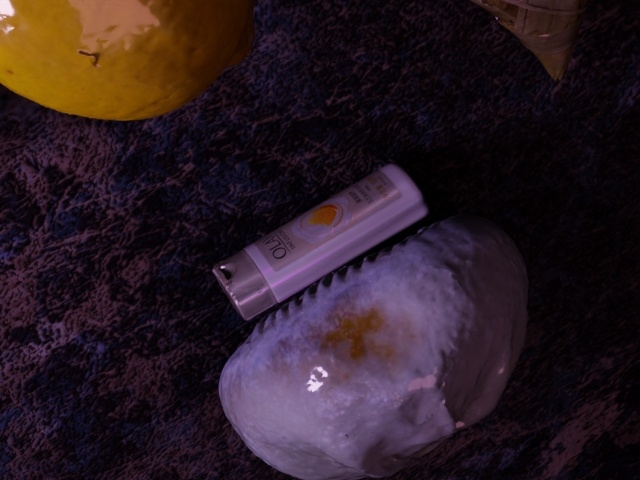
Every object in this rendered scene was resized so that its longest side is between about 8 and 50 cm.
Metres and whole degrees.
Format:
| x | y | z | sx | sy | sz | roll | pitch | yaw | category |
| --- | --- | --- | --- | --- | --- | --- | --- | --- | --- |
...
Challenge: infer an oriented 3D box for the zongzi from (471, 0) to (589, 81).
| x | y | z | sx | sy | sz | roll | pitch | yaw | category |
| --- | --- | --- | --- | --- | --- | --- | --- | --- | --- |
| 0.199 | -0.228 | 1.701 | 0.160 | 0.078 | 0.176 | -7 | 134 | -22 | zongzi |

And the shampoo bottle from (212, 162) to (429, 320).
| x | y | z | sx | sy | sz | roll | pitch | yaw | category |
| --- | --- | --- | --- | --- | --- | --- | --- | --- | --- |
| 0.000 | 0.000 | 1.758 | 0.227 | 0.086 | 0.056 | -30 | 123 | -6 | shampoo bottle |

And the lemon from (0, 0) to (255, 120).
| x | y | z | sx | sy | sz | roll | pitch | yaw | category |
| --- | --- | --- | --- | --- | --- | --- | --- | --- | --- |
| -0.181 | -0.212 | 1.345 | 0.236 | 0.236 | 0.263 | -39 | 145 | 3 | lemon |

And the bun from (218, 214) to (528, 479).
| x | y | z | sx | sy | sz | roll | pitch | yaw | category |
| --- | --- | --- | --- | --- | --- | --- | --- | --- | --- |
| 0.072 | 0.121 | 1.740 | 0.362 | 0.211 | 0.362 | -34 | 174 | -4 | bun |
